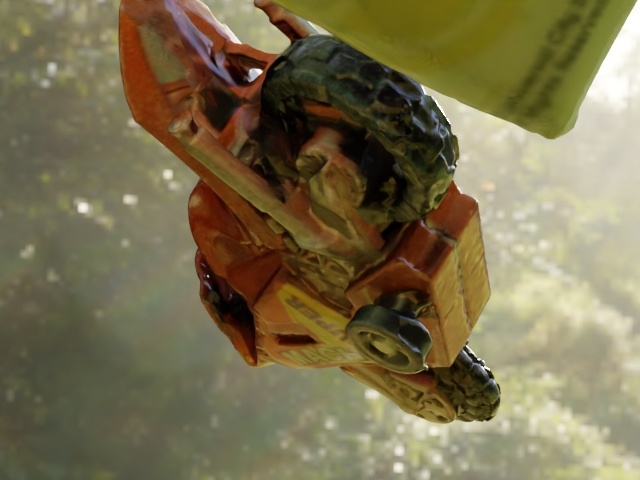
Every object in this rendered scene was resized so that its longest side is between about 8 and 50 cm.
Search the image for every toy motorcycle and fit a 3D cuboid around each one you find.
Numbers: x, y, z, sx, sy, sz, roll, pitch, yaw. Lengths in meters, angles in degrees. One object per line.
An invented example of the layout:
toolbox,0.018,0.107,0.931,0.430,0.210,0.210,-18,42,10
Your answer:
toy motorcycle,0.002,0.000,0.826,0.171,0.089,0.298,28,-23,26

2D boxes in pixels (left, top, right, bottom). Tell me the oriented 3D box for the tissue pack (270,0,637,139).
tissue pack,-0.034,-0.243,0.504,0.388,0.287,0.162,24,20,-11
